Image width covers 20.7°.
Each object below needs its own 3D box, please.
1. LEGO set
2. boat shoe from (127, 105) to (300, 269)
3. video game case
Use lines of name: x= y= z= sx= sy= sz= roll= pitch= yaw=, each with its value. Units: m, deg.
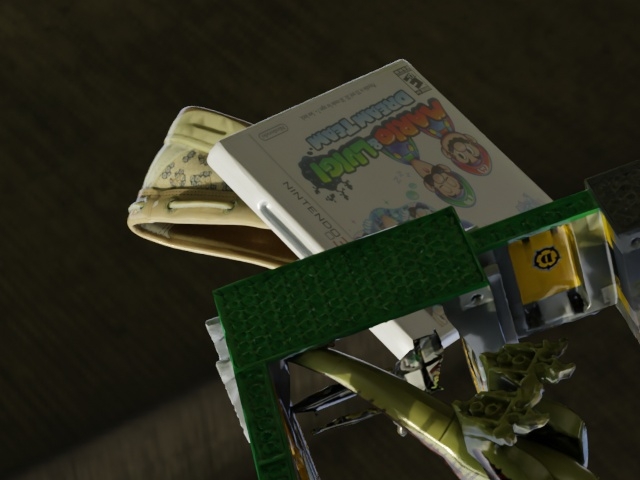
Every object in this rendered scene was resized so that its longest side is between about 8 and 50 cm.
LEGO set: x=0.116 y=0.106 z=0.624 sx=0.331 sy=0.192 sz=0.255 roll=-25 pitch=-142 yaw=-7
boat shoe: x=0.000 y=0.000 z=1.077 sx=0.285 sy=0.104 sz=0.089 roll=21 pitch=-107 yaw=41
video game case: x=0.043 y=-0.019 z=0.867 sx=0.143 sy=0.019 sz=0.157 roll=45 pitch=-139 yaw=15
